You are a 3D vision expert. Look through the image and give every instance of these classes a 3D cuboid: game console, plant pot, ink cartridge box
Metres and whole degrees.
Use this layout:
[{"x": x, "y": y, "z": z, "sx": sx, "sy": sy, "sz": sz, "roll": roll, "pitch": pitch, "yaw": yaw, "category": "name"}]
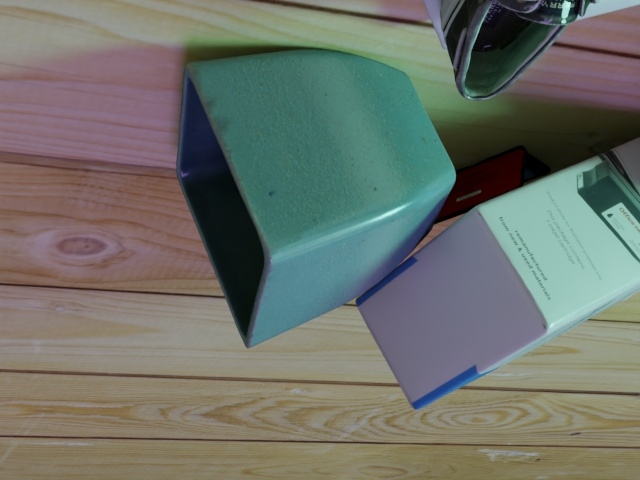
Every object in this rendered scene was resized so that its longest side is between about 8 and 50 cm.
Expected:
[{"x": 0.217, "y": -0.058, "z": 1.641, "sx": 0.144, "sy": 0.124, "sz": 0.085, "roll": -22, "pitch": 124, "yaw": 29, "category": "game console"}, {"x": 0.001, "y": -0.064, "z": 1.408, "sx": 0.252, "sy": 0.247, "sz": 0.247, "roll": -17, "pitch": 157, "yaw": -17, "category": "plant pot"}, {"x": 0.286, "y": 0.027, "z": 1.563, "sx": 0.395, "sy": 0.166, "sz": 0.285, "roll": -22, "pitch": 168, "yaw": -36, "category": "ink cartridge box"}]

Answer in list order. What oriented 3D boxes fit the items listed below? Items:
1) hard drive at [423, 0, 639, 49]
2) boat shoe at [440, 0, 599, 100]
[{"x": 0.184, "y": -0.306, "z": 1.151, "sx": 0.233, "sy": 0.047, "sz": 0.353, "roll": -12, "pitch": 155, "yaw": 13, "category": "hard drive"}, {"x": 0.203, "y": -0.237, "z": 1.103, "sx": 0.121, "sy": 0.119, "sz": 0.335, "roll": 1, "pitch": 154, "yaw": -14, "category": "boat shoe"}]
